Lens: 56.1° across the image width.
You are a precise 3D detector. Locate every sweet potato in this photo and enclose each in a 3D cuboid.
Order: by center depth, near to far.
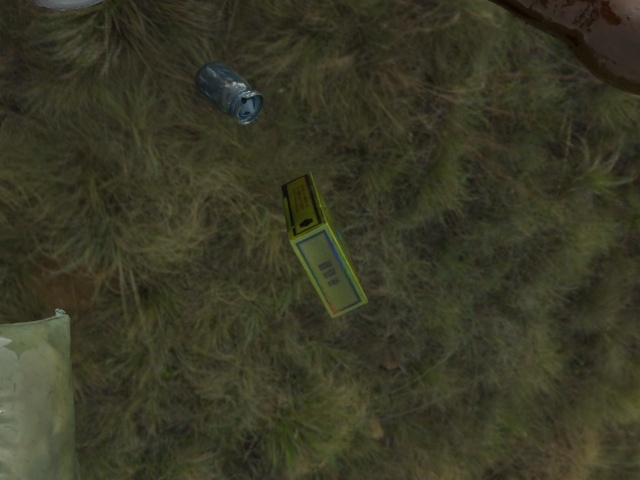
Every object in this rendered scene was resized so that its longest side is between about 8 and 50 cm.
[{"bbox_3d":[0.326,-0.229,0.646,0.112,0.359,0.112,-53,175,-7],"label":"sweet potato"}]

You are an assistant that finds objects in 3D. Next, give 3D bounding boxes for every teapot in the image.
[{"bbox_3d":[-0.111,-0.172,0.723,0.049,0.083,0.064,-35,156,-34],"label":"teapot"}]

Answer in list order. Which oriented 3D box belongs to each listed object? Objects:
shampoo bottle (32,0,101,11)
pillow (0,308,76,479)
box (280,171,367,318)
[{"bbox_3d":[-0.430,-0.540,0.955,0.273,0.273,0.266,-28,86,-14],"label":"shampoo bottle"},{"bbox_3d":[-0.439,0.259,0.898,0.185,0.074,0.303,3,83,-70],"label":"pillow"},{"bbox_3d":[0.001,0.000,0.905,0.064,0.220,0.141,-26,116,3],"label":"box"}]
